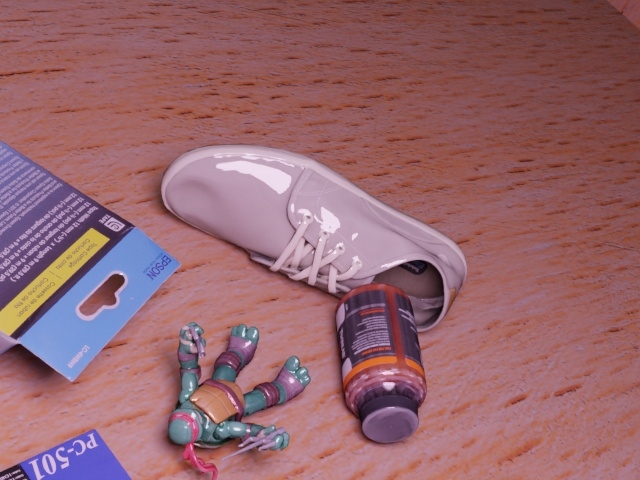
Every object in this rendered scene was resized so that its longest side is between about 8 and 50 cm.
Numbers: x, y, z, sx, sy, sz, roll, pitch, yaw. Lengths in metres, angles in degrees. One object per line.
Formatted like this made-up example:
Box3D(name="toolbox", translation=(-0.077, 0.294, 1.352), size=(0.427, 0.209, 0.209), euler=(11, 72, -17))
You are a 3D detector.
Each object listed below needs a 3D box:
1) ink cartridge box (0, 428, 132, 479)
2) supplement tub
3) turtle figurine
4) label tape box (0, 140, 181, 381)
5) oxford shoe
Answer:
Box3D(name="ink cartridge box", translation=(-0.285, 0.270, 1.059), size=(0.207, 0.046, 0.097), euler=(-20, 60, -44))
Box3D(name="supplement tub", translation=(0.076, 0.155, 1.359), size=(0.106, 0.106, 0.198), euler=(14, 40, -17))
Box3D(name="turtle figurine", translation=(-0.109, 0.175, 1.218), size=(0.175, 0.118, 0.234), euler=(50, 26, 4))
Box3D(name="label tape box", translation=(-0.372, 0.023, 1.235), size=(0.347, 0.115, 0.249), euler=(33, 39, 2))
Box3D(name="oxford shoe", translation=(0.000, 0.000, 1.447), size=(0.449, 0.169, 0.130), euler=(23, 40, -15))
